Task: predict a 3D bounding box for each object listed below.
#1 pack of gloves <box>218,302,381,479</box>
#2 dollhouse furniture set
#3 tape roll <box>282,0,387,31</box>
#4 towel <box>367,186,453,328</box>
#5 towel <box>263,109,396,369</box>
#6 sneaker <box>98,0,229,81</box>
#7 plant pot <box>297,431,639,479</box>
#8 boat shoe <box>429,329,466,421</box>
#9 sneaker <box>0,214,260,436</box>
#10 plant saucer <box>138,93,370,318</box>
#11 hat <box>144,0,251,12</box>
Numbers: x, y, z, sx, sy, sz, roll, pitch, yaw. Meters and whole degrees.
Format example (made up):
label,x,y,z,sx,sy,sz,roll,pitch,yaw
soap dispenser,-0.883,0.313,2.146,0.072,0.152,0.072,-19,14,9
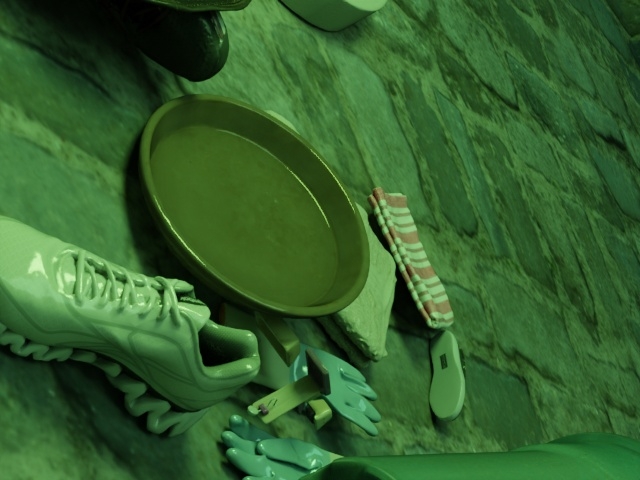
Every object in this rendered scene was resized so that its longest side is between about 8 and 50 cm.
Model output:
label,x,y,z,sx,sy,sz,roll,pitch,yaw
pack of gloves,-0.023,0.193,1.199,0.232,0.046,0.195,29,42,-34
dollhouse furniture set,-0.053,0.134,1.163,0.114,0.081,0.091,50,-21,34
tape roll,-0.033,-0.487,1.681,0.392,0.072,0.392,40,37,-39
towel,0.124,0.024,1.543,0.197,0.029,0.144,66,13,8
towel,0.000,0.000,1.370,0.282,0.049,0.187,50,30,-27
sneaker,-0.219,-0.248,1.144,0.281,0.106,0.162,49,33,-8
plant pot,0.141,0.328,1.049,0.334,0.341,0.341,14,55,-37
boat shoe,0.170,0.178,1.525,0.040,0.049,0.142,46,31,-34
sneaker,-0.166,0.056,0.960,0.292,0.118,0.110,37,40,-40
plant saucer,-0.069,-0.032,1.205,0.277,0.041,0.278,26,40,-24
hat,-0.145,-0.386,1.140,0.331,0.134,0.331,28,44,-31
